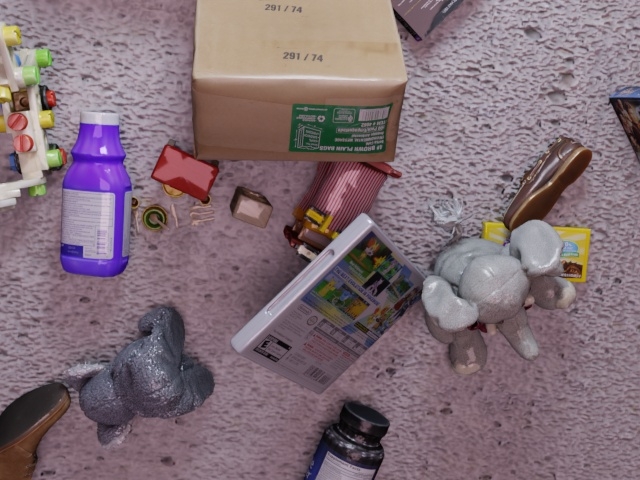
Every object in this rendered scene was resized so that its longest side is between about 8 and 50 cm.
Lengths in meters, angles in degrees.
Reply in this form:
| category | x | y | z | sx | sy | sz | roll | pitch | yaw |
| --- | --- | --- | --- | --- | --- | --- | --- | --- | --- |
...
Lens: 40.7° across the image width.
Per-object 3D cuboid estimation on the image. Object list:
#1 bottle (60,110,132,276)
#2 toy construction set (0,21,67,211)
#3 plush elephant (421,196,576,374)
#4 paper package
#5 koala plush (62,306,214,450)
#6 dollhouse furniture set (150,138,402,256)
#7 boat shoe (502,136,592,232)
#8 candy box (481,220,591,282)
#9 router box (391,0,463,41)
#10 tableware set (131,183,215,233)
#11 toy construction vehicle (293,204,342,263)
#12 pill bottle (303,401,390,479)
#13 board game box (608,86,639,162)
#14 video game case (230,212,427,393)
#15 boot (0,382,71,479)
| category | x | y | z | sx | sy | sz | roll | pitch | yaw |
| --- | --- | --- | --- | --- | --- | --- | --- | --- | --- |
| bottle | -0.389 | -0.082 | 1.501 | 0.118 | 0.092 | 0.283 | 5 | 99 | 11 |
| toy construction set | -0.505 | -0.185 | 1.414 | 0.151 | 0.215 | 0.328 | 7 | 99 | -6 |
| plush elephant | 0.301 | 0.094 | 1.481 | 0.271 | 0.255 | 0.330 | -31 | 109 | 6 |
| paper package | -0.043 | -0.279 | 1.385 | 0.324 | 0.310 | 0.168 | 0 | 138 | -5 |
| koala plush | -0.336 | 0.258 | 1.528 | 0.221 | 0.203 | 0.196 | -23 | 100 | 11 |
| dollhouse furniture set | -0.080 | -0.115 | 1.479 | 0.374 | 0.152 | 0.201 | 24 | 97 | -13 |
| boat shoe | 0.405 | -0.102 | 1.584 | 0.207 | 0.073 | 0.073 | -46 | 138 | 0 |
| candy box | 0.402 | 0.022 | 1.623 | 0.205 | 0.027 | 0.105 | 3 | 96 | -6 |
| router box | 0.195 | -0.460 | 1.515 | 0.179 | 0.046 | 0.133 | -43 | 101 | 3 |
| tableware set | -0.269 | -0.071 | 1.551 | 0.154 | 0.024 | 0.104 | -9 | 100 | -3 |
| toy construction vehicle | 0.000 | 0.000 | 1.424 | 0.098 | 0.035 | 0.086 | 32 | 84 | -16 |
| pill bottle | 0.045 | 0.420 | 1.609 | 0.122 | 0.123 | 0.219 | 22 | 96 | -8 |
| board game box | 0.598 | -0.186 | 1.495 | 0.042 | 0.243 | 0.165 | -29 | 100 | 1 |
| video game case | 0.032 | 0.123 | 1.489 | 0.300 | 0.329 | 0.036 | -44 | 58 | 3 |
| boot | -0.551 | 0.379 | 1.575 | 0.305 | 0.112 | 0.115 | -41 | 118 | 8 |
